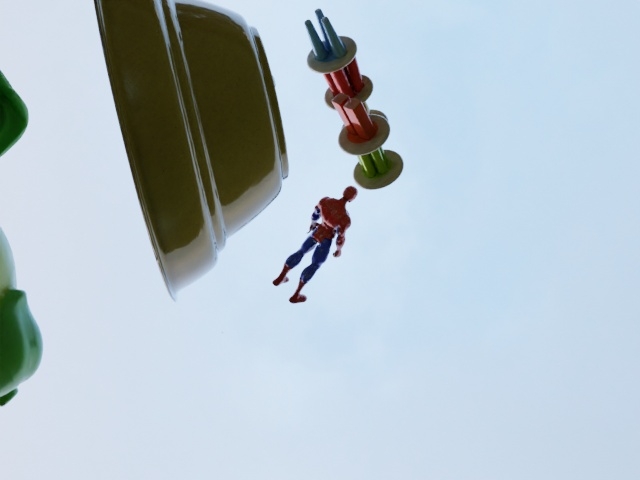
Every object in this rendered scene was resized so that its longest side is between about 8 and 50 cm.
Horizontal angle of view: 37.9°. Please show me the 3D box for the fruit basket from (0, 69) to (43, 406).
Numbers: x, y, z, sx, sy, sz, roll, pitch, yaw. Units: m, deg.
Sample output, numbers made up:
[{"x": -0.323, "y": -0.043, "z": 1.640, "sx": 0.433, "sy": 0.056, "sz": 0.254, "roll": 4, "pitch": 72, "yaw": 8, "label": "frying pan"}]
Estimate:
[{"x": -0.392, "y": -0.019, "z": 0.753, "sx": 0.392, "sy": 0.283, "sz": 0.392, "roll": -3, "pitch": -115, "yaw": 6, "label": "fruit basket"}]

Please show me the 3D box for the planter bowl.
[{"x": -0.073, "y": -0.077, "z": 0.582, "sx": 0.090, "sy": 0.217, "sz": 0.217, "roll": -13, "pitch": -94, "yaw": -5, "label": "planter bowl"}]

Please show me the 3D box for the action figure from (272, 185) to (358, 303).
[{"x": 0.000, "y": 0.000, "z": 0.752, "sx": 0.030, "sy": 0.115, "sz": 0.038, "roll": -15, "pitch": -124, "yaw": -46, "label": "action figure"}]

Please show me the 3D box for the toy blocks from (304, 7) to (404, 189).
[{"x": 0.027, "y": -0.138, "z": 0.896, "sx": 0.054, "sy": 0.148, "sz": 0.123, "roll": -22, "pitch": -136, "yaw": 8, "label": "toy blocks"}]
